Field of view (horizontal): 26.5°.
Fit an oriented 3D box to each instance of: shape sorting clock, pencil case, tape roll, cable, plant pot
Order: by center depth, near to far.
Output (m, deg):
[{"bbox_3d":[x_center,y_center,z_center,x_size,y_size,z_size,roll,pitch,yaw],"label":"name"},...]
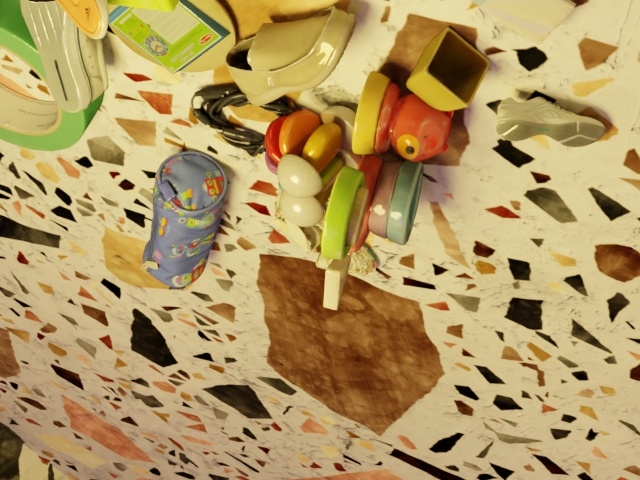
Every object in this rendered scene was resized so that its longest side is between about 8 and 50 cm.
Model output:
[{"bbox_3d":[0.164,-0.224,1.841,0.081,0.081,0.083,36,155,-17],"label":"plant pot"},{"bbox_3d":[-0.222,-0.323,2.000,0.206,0.040,0.206,15,145,11],"label":"shape sorting clock"},{"bbox_3d":[-0.108,-0.184,2.123,0.185,0.047,0.150,-1,141,35],"label":"cable"},{"bbox_3d":[-0.518,-0.282,2.243,0.321,0.077,0.321,18,149,11],"label":"tape roll"},{"bbox_3d":[-0.244,-0.030,2.374,0.119,0.133,0.306,54,153,18],"label":"pencil case"}]

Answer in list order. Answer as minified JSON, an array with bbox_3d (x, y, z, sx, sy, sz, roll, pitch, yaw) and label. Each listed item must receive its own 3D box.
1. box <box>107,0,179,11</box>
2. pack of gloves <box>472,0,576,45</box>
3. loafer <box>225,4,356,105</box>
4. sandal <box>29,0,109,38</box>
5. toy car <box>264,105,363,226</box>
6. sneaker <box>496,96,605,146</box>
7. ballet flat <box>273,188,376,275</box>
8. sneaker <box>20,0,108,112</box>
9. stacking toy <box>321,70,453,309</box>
[{"bbox_3d":[-0.264,-0.389,1.826,0.109,0.042,0.178,11,147,23],"label":"box"},{"bbox_3d":[0.227,-0.364,1.635,0.232,0.046,0.195,29,138,-12],"label":"pack of gloves"},{"bbox_3d":[-0.051,-0.263,1.909,0.092,0.102,0.268,33,149,-24],"label":"loafer"},{"bbox_3d":[-0.386,-0.373,1.898,0.265,0.076,0.102,47,135,33],"label":"sandal"},{"bbox_3d":[-0.023,-0.124,2.053,0.136,0.159,0.182,29,152,20],"label":"toy car"},{"bbox_3d":[0.314,-0.167,1.846,0.152,0.061,0.053,7,142,-6],"label":"sneaker"},{"bbox_3d":[0.000,0.000,2.294,0.091,0.077,0.241,-14,132,45],"label":"ballet flat"},{"bbox_3d":[-0.388,-0.327,2.075,0.094,0.091,0.258,12,126,27],"label":"sneaker"},{"bbox_3d":[0.100,-0.054,1.958,0.130,0.279,0.309,13,148,9],"label":"stacking toy"}]
